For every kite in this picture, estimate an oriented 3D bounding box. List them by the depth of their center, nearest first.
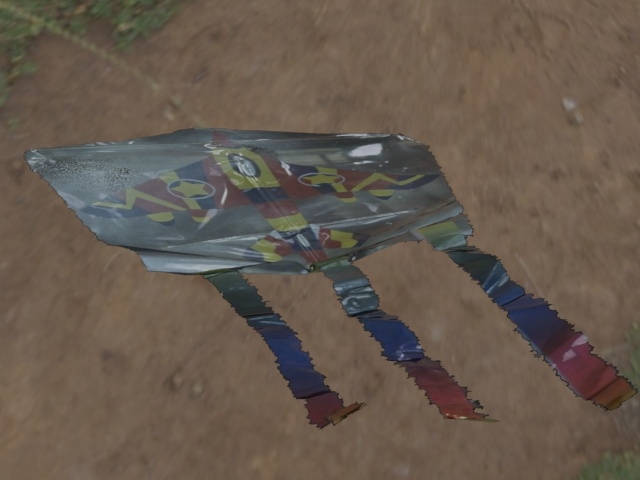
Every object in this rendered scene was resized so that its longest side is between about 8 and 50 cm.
[{"bbox_3d":[0.000,0.001,0.484,0.141,0.245,0.015,-7,110,-17],"label":"kite"}]
